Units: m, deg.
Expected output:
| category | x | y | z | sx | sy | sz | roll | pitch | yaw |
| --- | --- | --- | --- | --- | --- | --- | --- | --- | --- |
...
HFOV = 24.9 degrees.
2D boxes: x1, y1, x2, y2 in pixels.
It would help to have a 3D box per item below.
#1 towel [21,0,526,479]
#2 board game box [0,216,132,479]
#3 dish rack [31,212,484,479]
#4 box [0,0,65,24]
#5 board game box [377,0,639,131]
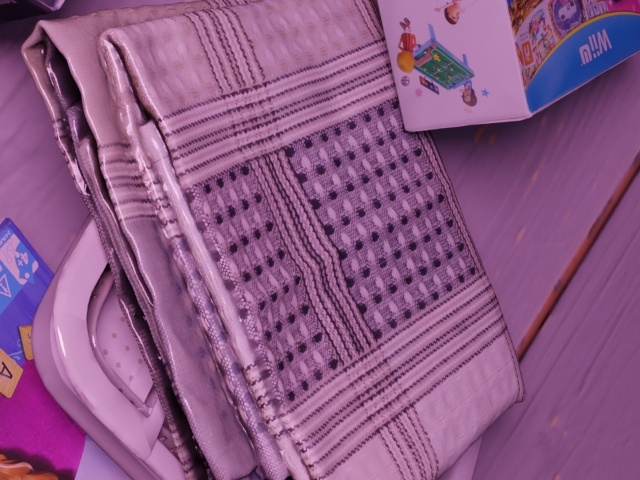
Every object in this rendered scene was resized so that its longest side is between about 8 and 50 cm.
| category | x | y | z | sx | sy | sz | roll | pitch | yaw |
| --- | --- | --- | --- | --- | --- | --- | --- | --- | --- |
| towel | 0.000 | 0.000 | 0.831 | 0.324 | 0.056 | 0.312 | -24 | 94 | -55 |
| board game box | -0.172 | 0.208 | 0.761 | 0.318 | 0.066 | 0.319 | 55 | 44 | -24 |
| dish rack | -0.028 | 0.073 | 0.867 | 0.333 | 0.072 | 0.285 | 50 | 40 | -26 |
| box | -0.223 | -0.198 | 0.712 | 0.207 | 0.153 | 0.108 | 29 | 75 | -34 |
| board game box | 0.111 | -0.246 | 0.941 | 0.224 | 0.097 | 0.303 | -31 | 112 | -52 |
